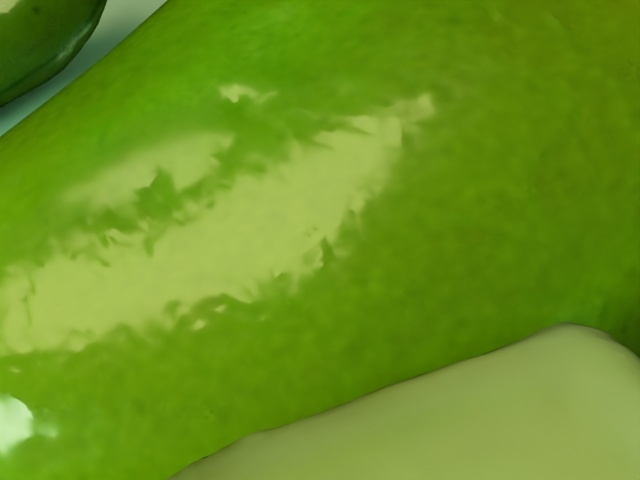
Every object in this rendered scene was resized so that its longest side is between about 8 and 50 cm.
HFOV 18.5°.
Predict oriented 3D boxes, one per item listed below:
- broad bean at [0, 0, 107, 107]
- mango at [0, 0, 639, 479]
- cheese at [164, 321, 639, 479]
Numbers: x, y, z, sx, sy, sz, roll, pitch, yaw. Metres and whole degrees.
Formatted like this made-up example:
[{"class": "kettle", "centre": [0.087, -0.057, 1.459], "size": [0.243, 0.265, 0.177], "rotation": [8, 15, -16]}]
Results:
[{"class": "broad bean", "centre": [-0.202, -0.027, 0.756], "size": [0.318, 0.056, 0.098], "rotation": [-41, 48, -15]}, {"class": "mango", "centre": [0.008, 0.002, 0.537], "size": [0.185, 0.149, 0.273], "rotation": [30, 60, 31]}, {"class": "cheese", "centre": [0.019, 0.164, 0.363], "size": [0.242, 0.124, 0.265], "rotation": [-30, 38, -4]}]
